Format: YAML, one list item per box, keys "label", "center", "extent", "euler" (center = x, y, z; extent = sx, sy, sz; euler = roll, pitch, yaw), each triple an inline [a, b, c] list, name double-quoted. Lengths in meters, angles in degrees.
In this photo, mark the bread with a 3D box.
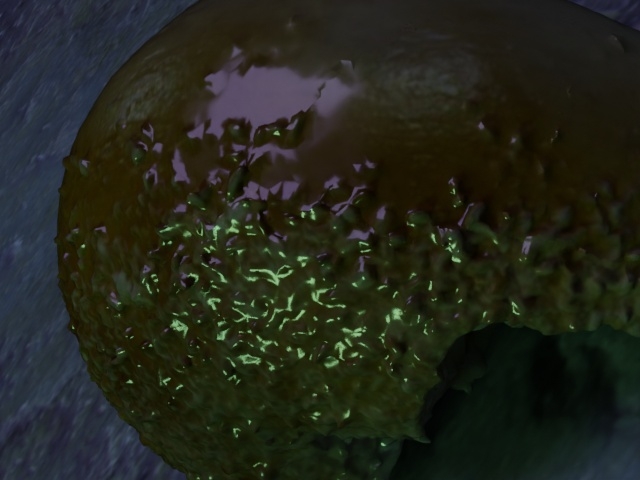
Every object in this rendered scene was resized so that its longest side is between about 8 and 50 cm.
- label: "bread"
  center: [-0.001, -0.004, 0.729]
  extent: [0.314, 0.192, 0.171]
  euler: [-24, 35, 45]
